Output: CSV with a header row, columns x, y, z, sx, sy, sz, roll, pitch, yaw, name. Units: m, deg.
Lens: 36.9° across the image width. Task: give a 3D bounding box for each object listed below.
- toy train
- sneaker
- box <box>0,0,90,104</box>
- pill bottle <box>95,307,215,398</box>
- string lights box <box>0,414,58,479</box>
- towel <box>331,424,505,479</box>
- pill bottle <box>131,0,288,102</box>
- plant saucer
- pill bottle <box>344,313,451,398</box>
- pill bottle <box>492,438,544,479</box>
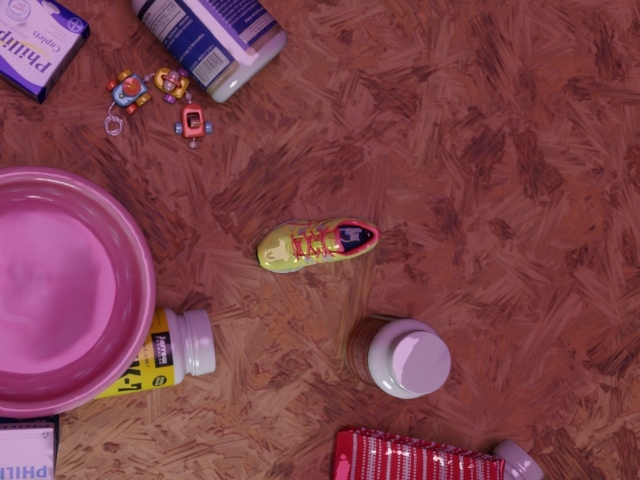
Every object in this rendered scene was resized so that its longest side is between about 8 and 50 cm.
x,y,z,sx,sy,sz,roll,pitch,yaw,name
-0.249,-0.208,1.482,0.166,0.046,0.125,0,88,-14,toy train
0.000,0.000,1.514,0.208,0.094,0.082,-14,94,-12,sneaker
-0.433,-0.296,1.425,0.126,0.072,0.137,33,82,-10,box
-0.268,0.165,1.432,0.208,0.119,0.119,-9,91,-14,pill bottle
-0.429,0.275,1.317,0.133,0.259,0.077,0,89,-14,string lights box
0.140,0.409,1.496,0.274,0.031,0.199,7,87,24,towel
-0.187,-0.352,1.446,0.153,0.153,0.265,-44,99,-11,pill bottle
-0.391,0.067,1.287,0.332,0.084,0.332,-1,92,-24,plant saucer
0.120,0.178,1.476,0.121,0.216,0.121,0,89,-13,pill bottle
0.260,0.425,1.557,0.208,0.117,0.117,-43,98,-12,pill bottle
